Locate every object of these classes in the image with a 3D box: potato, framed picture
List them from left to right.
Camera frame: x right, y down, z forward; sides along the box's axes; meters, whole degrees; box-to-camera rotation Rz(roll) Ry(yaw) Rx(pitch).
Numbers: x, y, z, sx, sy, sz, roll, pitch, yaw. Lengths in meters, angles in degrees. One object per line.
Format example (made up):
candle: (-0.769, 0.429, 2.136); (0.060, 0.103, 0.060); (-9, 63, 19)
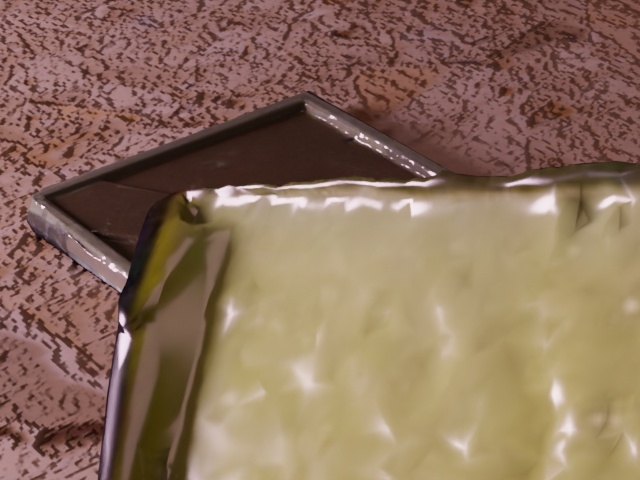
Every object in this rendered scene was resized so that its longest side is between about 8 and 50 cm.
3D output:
framed picture: (0.000, 0.000, 0.938); (0.189, 0.023, 0.260); (-25, 37, -32)
potato: (0.078, 0.136, 0.578); (0.330, 0.213, 0.280); (-6, 50, 39)
